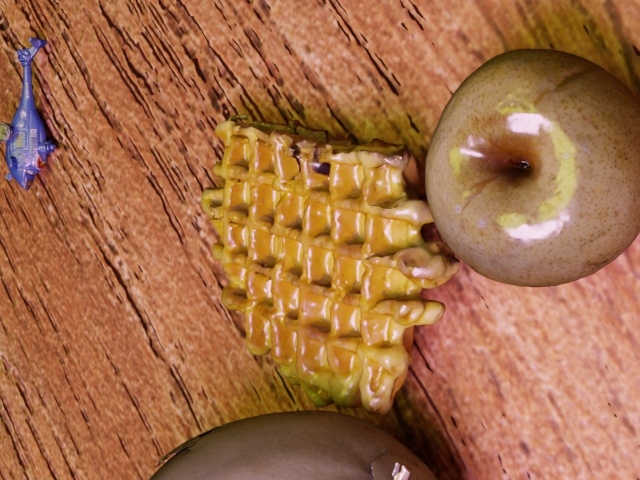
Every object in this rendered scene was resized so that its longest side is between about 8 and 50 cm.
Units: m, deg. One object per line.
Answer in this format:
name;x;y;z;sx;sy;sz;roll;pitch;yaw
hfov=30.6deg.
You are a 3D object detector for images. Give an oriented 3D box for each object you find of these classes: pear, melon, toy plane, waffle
pear;0.153;-0.050;0.815;0.167;0.137;0.167;1;91;38
melon;-0.033;0.266;0.905;0.330;0.268;0.268;-44;64;36
toy plane;-0.320;-0.138;1.287;0.062;0.054;0.167;3;95;16
waffle;0.001;0.000;0.974;0.309;0.065;0.283;61;139;23
